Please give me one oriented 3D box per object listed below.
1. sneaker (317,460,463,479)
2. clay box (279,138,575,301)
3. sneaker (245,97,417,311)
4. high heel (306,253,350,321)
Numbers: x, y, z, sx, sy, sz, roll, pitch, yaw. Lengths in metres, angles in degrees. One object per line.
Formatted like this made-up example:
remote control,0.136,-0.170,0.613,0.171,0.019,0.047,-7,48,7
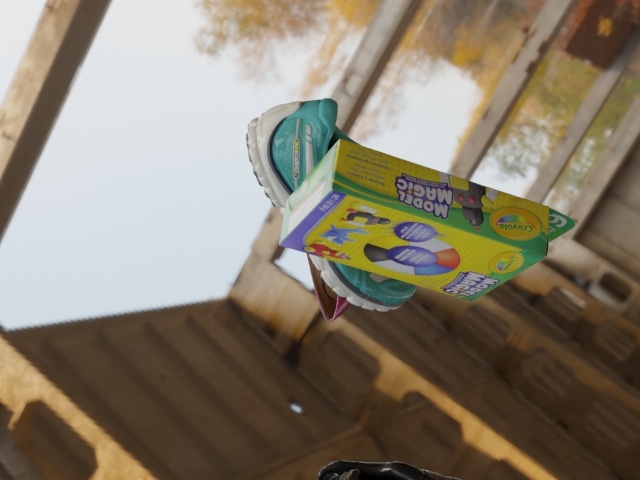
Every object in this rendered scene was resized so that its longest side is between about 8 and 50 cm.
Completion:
sneaker,0.009,0.238,0.811,0.130,0.228,0.087,35,-145,-37
clay box,0.091,-0.007,0.871,0.222,0.053,0.127,17,154,-15
sneaker,0.033,-0.029,1.034,0.275,0.110,0.107,52,-150,-35
high heel,0.000,0.000,1.534,0.082,0.244,0.117,0,-143,20
